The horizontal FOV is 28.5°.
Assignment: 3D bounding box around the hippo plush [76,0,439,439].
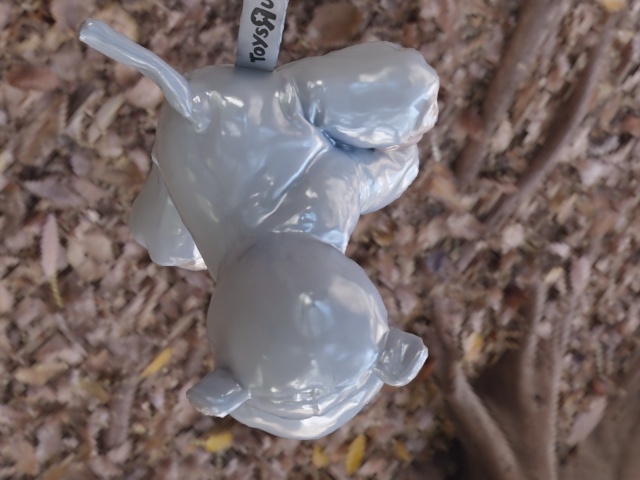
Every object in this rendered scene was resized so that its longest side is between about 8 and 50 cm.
[{"bbox_3d":[0.000,0.000,0.834,0.234,0.237,0.294,-17,157,-10],"label":"hippo plush"}]
